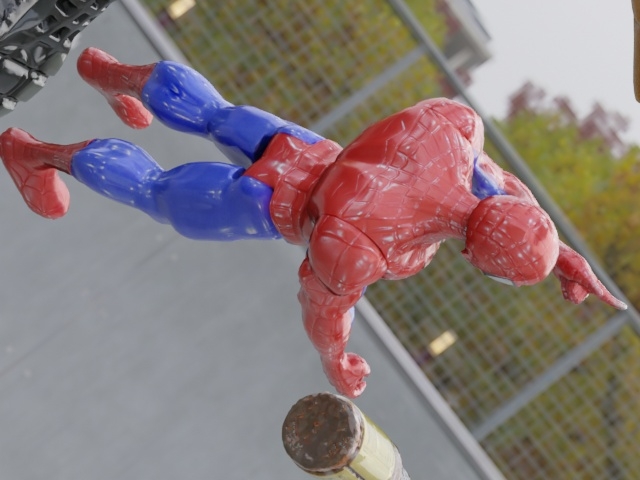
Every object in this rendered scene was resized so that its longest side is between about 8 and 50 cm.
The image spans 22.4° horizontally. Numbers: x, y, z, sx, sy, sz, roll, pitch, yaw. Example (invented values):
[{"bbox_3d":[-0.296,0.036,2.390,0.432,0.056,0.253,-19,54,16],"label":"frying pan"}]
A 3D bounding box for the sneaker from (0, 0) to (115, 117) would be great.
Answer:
[{"bbox_3d":[-0.196,-0.167,1.041,0.106,0.267,0.101,54,8,15],"label":"sneaker"}]

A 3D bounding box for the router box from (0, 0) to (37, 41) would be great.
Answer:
[{"bbox_3d":[-0.194,-0.167,0.560,0.081,0.309,0.243,-1,-46,40],"label":"router box"}]

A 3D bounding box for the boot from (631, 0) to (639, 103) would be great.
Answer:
[{"bbox_3d":[0.262,-0.200,1.228,0.104,0.295,0.211,34,-54,42],"label":"boot"}]

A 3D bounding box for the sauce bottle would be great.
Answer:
[{"bbox_3d":[0.017,0.111,0.814,0.042,0.042,0.128,50,-2,27],"label":"sauce bottle"}]

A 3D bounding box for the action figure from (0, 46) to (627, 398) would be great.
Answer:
[{"bbox_3d":[0.000,0.000,0.630,0.280,0.091,0.139,14,-31,51],"label":"action figure"}]
